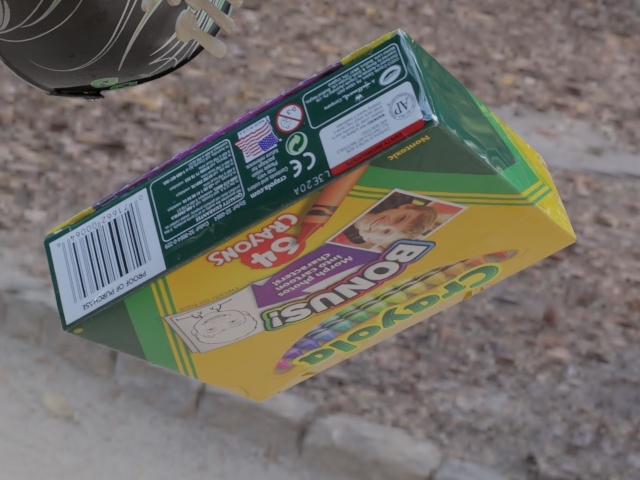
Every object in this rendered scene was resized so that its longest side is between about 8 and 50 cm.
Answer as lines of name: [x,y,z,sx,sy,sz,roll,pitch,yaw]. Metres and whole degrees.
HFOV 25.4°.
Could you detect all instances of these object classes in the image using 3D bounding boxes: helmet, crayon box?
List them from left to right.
helmet: [-0.123,-0.179,0.852,0.161,0.169,0.169,-27,2,29]
crayon box: [0.000,0.000,1.250,0.313,0.363,0.106,31,36,-55]

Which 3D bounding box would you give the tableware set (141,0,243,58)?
tableware set: [-0.044,-0.136,0.557,0.024,0.104,0.154,16,-6,23]
